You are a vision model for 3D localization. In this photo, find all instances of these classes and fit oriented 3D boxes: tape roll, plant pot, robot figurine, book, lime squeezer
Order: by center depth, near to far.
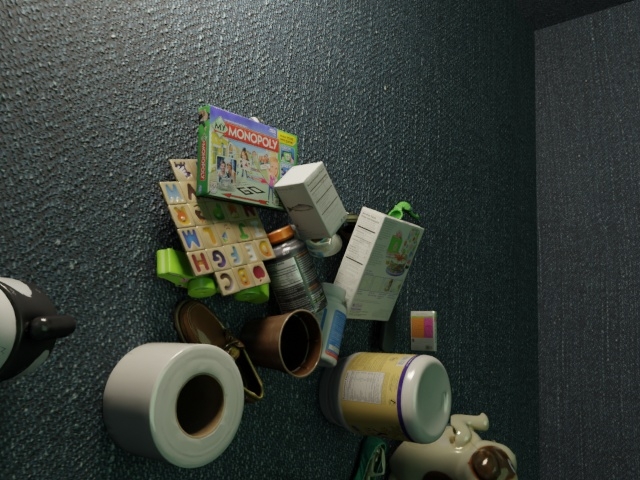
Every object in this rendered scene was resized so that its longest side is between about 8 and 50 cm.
[{"bbox_3d":[-0.526,0.138,0.898,0.209,0.278,0.174,-39,86,-6],"label":"robot figurine"},{"bbox_3d":[-0.305,0.339,1.204,0.246,0.169,0.246,8,79,-50],"label":"tape roll"},{"bbox_3d":[-0.108,0.262,1.461,0.167,0.165,0.167,11,76,-50],"label":"plant pot"},{"bbox_3d":[0.284,-0.079,2.096,0.310,0.058,0.110,-34,142,-49],"label":"lime squeezer"},{"bbox_3d":[0.382,0.335,2.114,0.035,0.096,0.144,15,74,-49],"label":"book"}]

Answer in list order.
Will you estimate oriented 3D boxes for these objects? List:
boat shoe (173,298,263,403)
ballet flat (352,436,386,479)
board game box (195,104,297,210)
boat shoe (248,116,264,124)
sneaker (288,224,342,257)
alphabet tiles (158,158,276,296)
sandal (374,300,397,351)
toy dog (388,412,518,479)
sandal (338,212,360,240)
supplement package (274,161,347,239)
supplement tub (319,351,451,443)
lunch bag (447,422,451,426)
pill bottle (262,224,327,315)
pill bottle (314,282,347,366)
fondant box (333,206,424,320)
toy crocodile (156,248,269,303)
[{"bbox_3d":[-0.228,0.260,1.359,0.111,0.104,0.307,-53,125,-40],"label":"boat shoe"},{"bbox_3d":[0.152,0.736,1.783,0.083,0.087,0.248,44,54,-39],"label":"ballet flat"},{"bbox_3d":[-0.177,-0.195,1.450,0.317,0.046,0.214,7,82,-52],"label":"board game box"},{"bbox_3d":[-0.161,-0.268,1.559,0.040,0.049,0.142,-19,98,-51],"label":"boat shoe"},{"bbox_3d":[0.000,0.000,1.688,0.228,0.092,0.088,12,75,-51],"label":"sneaker"},{"bbox_3d":[-0.237,-0.041,1.367,0.285,0.011,0.343,-11,76,-57],"label":"alphabet tiles"},{"bbox_3d":[0.224,0.271,1.972,0.097,0.054,0.255,52,39,-43],"label":"sandal"},{"bbox_3d":[0.446,0.726,1.871,0.395,0.407,0.285,-23,105,-42],"label":"toy dog"},{"bbox_3d":[0.121,-0.033,1.831,0.302,0.120,0.086,20,84,-49],"label":"sandal"},{"bbox_3d":[-0.023,-0.103,1.517,0.105,0.105,0.179,-52,125,-39],"label":"supplement package"},{"bbox_3d":[0.185,0.450,1.667,0.241,0.331,0.241,10,77,-50],"label":"supplement tub"},{"bbox_3d":[0.527,0.841,2.236,0.176,0.090,0.219,57,45,-26],"label":"lunch bag"},{"bbox_3d":[-0.079,0.084,1.540,0.130,0.130,0.246,-29,102,-49],"label":"pill bottle"},{"bbox_3d":[0.009,0.240,1.641,0.124,0.124,0.222,38,58,-42],"label":"pill bottle"},{"bbox_3d":[0.174,0.082,1.793,0.238,0.096,0.331,13,101,-50],"label":"fondant box"},{"bbox_3d":[-0.248,0.088,1.370,0.340,0.105,0.115,15,54,-47],"label":"toy crocodile"}]
